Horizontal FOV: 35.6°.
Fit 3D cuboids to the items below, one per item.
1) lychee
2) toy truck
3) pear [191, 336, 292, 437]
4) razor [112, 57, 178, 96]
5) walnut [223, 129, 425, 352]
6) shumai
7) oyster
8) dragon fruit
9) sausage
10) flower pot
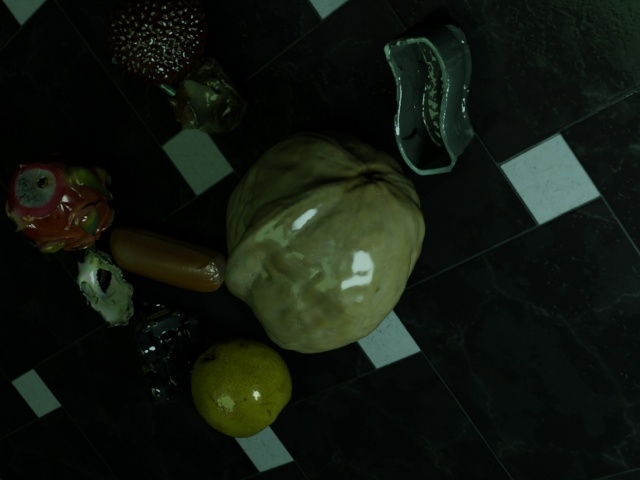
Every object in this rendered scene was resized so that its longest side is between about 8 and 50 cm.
[{"bbox_3d":[-0.283,-0.368,1.750,0.188,0.188,0.188,16,124,24],"label":"lychee"},{"bbox_3d":[-0.348,0.238,2.189,0.165,0.147,0.224,32,136,48],"label":"toy truck"},{"bbox_3d":[-0.167,0.296,2.057,0.209,0.209,0.208,16,124,24],"label":"pear"},{"bbox_3d":[-0.305,-0.304,1.893,0.211,0.036,0.084,42,133,5],"label":"razor"},{"bbox_3d":[0.000,0.000,1.696,0.381,0.381,0.381,16,124,24],"label":"walnut"},{"bbox_3d":[-0.210,-0.247,1.809,0.146,0.116,0.145,9,116,18],"label":"shumai"},{"bbox_3d":[-0.461,0.102,2.182,0.209,0.072,0.132,30,110,32],"label":"oyster"},{"bbox_3d":[-0.533,-0.074,2.061,0.224,0.227,0.224,-3,80,20],"label":"dragon fruit"},{"bbox_3d":[-0.315,0.036,2.060,0.274,0.105,0.105,14,123,25],"label":"sausage"},{"bbox_3d":[0.180,-0.228,1.584,0.103,0.108,0.229,6,121,29],"label":"flower pot"}]
